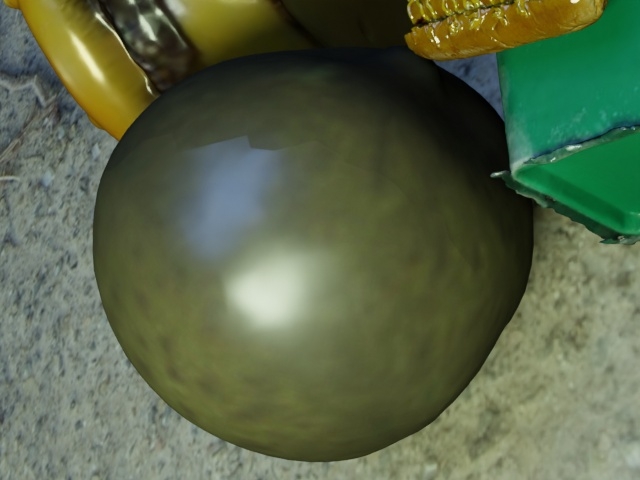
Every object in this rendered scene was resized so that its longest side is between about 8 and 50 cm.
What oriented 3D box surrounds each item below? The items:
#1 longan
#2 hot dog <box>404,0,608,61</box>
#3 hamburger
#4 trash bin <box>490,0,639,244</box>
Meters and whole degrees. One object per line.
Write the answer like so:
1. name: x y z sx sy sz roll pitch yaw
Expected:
1. longan: 0.000 0.000 0.880 0.361 0.361 0.361 -21 56 34
2. hot dog: 0.123 -0.163 0.763 0.165 0.045 0.071 -5 76 47
3. hamburger: -0.104 -0.254 1.119 0.277 0.395 0.396 -23 54 31
4. trash bin: 0.236 -0.209 0.856 0.295 0.259 0.381 -16 62 42
